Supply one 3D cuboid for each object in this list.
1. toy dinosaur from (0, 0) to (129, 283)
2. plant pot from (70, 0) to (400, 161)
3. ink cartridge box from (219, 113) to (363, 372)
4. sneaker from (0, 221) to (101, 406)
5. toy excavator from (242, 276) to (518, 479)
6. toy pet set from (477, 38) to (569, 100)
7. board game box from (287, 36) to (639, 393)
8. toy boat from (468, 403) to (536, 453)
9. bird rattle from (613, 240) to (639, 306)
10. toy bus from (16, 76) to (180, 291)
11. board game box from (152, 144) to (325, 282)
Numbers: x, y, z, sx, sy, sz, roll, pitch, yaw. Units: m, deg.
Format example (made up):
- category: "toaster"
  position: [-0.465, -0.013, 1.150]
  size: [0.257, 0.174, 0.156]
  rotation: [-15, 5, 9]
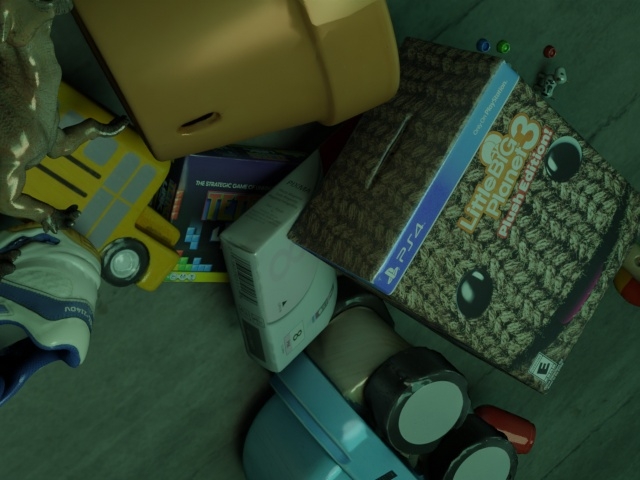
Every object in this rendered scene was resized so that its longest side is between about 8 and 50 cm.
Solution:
- category: "toy dinosaur"
  position: [-0.274, -0.084, 0.791]
  size: [0.295, 0.127, 0.200]
  rotation: [-37, 120, 7]
- category: "plant pot"
  position: [-0.094, -0.199, 0.886]
  size: [0.203, 0.291, 0.291]
  rotation: [-29, 128, -8]
- category: "ink cartridge box"
  position: [0.000, 0.000, 1.136]
  size: [0.232, 0.066, 0.189]
  rotation: [-40, 143, -27]
- category: "sneaker"
  position: [-0.321, 0.091, 0.916]
  size: [0.296, 0.131, 0.112]
  rotation: [-26, 139, 20]
- category: "toy excavator"
  position: [0.009, 0.333, 1.287]
  size: [0.445, 0.222, 0.433]
  rotation: [-41, 129, -3]
- category: "toy pet set"
  position: [0.237, -0.169, 1.261]
  size: [0.122, 0.065, 0.114]
  rotation: [-3, 116, -32]
- category: "board game box"
  position: [0.157, -0.020, 1.072]
  size: [0.291, 0.141, 0.232]
  rotation: [32, 87, -38]
- category: "toy boat"
  position: [0.167, 0.358, 1.416]
  size: [0.148, 0.267, 0.318]
  rotation: [17, 93, -7]
- category: "bird rattle"
  position: [0.430, 0.039, 1.403]
  size: [0.143, 0.253, 0.207]
  rotation: [-55, 155, 4]
- category: "toy bus"
  position: [-0.252, -0.082, 0.949]
  size: [0.332, 0.108, 0.130]
  rotation: [35, 91, -40]
- category: "board game box"
  position: [-0.091, -0.027, 1.127]
  size: [0.170, 0.048, 0.141]
  rotation: [2, 114, -35]
